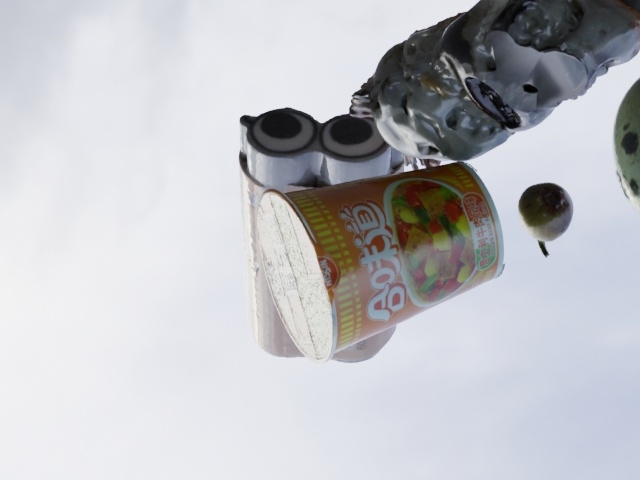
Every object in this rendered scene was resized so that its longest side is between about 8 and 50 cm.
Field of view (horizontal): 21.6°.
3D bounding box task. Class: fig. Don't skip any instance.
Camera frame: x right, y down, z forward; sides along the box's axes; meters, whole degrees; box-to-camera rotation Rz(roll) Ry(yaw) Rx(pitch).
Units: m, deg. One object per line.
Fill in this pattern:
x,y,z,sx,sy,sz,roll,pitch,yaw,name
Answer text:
0.305,-0.032,2.294,0.082,0.098,0.084,-21,-117,-21,fig

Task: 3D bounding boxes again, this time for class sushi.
0.159,-0.157,1.501,0.130,0.124,0.332,-51,-165,-31,sushi

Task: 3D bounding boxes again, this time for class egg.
0.452,-0.121,2.104,0.177,0.177,0.228,-1,-124,37,egg

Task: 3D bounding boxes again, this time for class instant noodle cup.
0.059,0.007,1.502,0.185,0.168,0.168,-18,-157,-19,instant noodle cup

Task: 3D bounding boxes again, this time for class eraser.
0.000,0.000,1.771,0.171,0.290,0.087,3,-137,4,eraser
